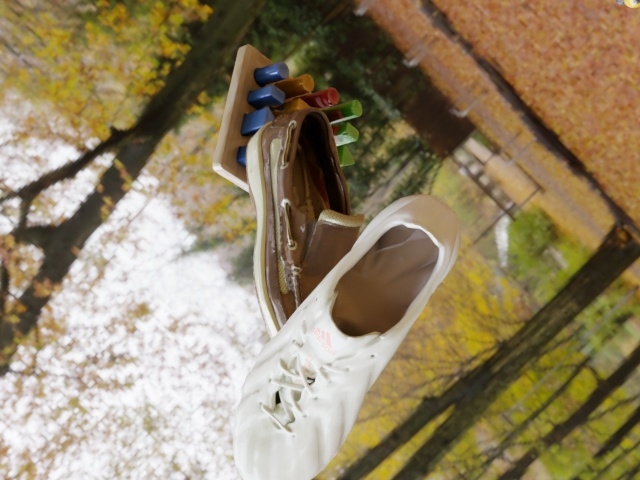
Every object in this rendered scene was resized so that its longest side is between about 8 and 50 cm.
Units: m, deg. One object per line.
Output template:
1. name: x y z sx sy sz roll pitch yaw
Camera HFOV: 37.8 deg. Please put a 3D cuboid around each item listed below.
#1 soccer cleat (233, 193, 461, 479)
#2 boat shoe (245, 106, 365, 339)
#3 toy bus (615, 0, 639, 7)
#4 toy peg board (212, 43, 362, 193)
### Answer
1. soccer cleat: 0.006 0.058 0.499 0.068 0.196 0.076 34 -168 6
2. boat shoe: -0.006 0.000 0.839 0.095 0.095 0.257 -2 -108 -40
3. toy bus: 0.428 -0.443 1.288 0.332 0.108 0.130 -91 -14 -54
4. toy peg board: -0.026 -0.124 1.065 0.161 0.079 0.161 32 -122 -43
